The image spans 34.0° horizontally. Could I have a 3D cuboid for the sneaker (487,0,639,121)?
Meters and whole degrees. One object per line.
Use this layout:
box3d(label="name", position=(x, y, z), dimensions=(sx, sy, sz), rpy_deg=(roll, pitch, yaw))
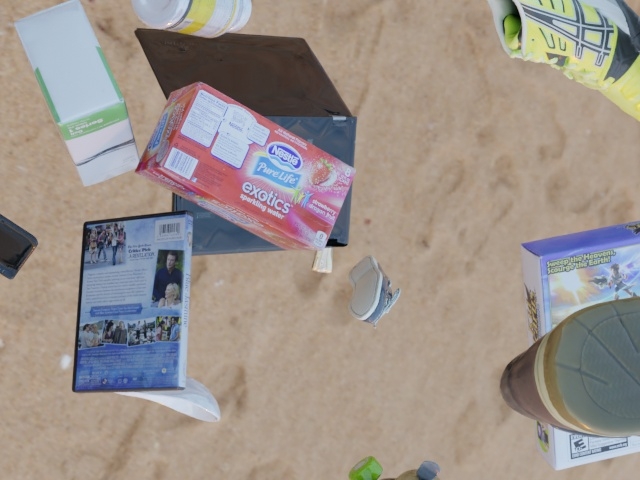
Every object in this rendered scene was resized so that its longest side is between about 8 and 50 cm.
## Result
box3d(label="sneaker", position=(0.323, -0.279, 1.401), dimensions=(0.384, 0.145, 0.147), rpy_deg=(42, 89, -16))

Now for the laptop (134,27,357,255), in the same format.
box3d(label="laptop", position=(-0.150, -0.198, 2.052), dimensions=(0.382, 0.236, 0.408), rpy_deg=(-3, 102, -30))

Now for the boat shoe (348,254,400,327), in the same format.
box3d(label="boat shoe", position=(0.105, 0.108, 2.066), dimensions=(0.095, 0.254, 0.079), rpy_deg=(-44, 104, 8))

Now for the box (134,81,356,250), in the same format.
box3d(label="box", position=(-0.099, -0.093, 1.407), dimensions=(0.257, 0.122, 0.128), rpy_deg=(27, 79, -24))

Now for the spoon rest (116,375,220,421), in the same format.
box3d(label="spoon rest", position=(-0.294, 0.248, 1.800), dimensions=(0.276, 0.137, 0.084), rpy_deg=(34, 67, -15))

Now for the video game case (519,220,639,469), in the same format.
box3d(label="video game case", position=(0.357, 0.099, 1.126), dimensions=(0.269, 0.061, 0.244), rpy_deg=(-10, 107, -9))

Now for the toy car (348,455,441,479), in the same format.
box3d(label="toy car", position=(0.131, 0.393, 1.539), dimensions=(0.155, 0.188, 0.149), rpy_deg=(51, 42, -4))

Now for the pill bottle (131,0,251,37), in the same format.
box3d(label="pill bottle", position=(-0.181, -0.350, 1.522), dimensions=(0.184, 0.103, 0.103), rpy_deg=(-8, 112, -60))

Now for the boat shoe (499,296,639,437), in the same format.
box3d(label="boat shoe", position=(0.192, 0.060, 0.526), dimensions=(0.223, 0.073, 0.080), rpy_deg=(-1, 82, -25))

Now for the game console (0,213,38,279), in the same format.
box3d(label="game console", position=(-0.386, -0.018, 1.208), dimensions=(0.122, 0.107, 0.071), rpy_deg=(36, 97, -13))

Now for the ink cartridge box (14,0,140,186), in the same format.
box3d(label="ink cartridge box", position=(-0.317, -0.188, 1.394), dimensions=(0.092, 0.160, 0.219), rpy_deg=(-23, 164, -11))

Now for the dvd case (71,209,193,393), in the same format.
box3d(label="dvd case", position=(-0.266, 0.087, 1.481), dimensions=(0.022, 0.180, 0.253), rpy_deg=(28, 60, -62))

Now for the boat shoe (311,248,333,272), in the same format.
box3d(label="boat shoe", position=(0.000, 0.000, 2.506), dimensions=(0.063, 0.059, 0.170), rpy_deg=(-97, -174, -71))
